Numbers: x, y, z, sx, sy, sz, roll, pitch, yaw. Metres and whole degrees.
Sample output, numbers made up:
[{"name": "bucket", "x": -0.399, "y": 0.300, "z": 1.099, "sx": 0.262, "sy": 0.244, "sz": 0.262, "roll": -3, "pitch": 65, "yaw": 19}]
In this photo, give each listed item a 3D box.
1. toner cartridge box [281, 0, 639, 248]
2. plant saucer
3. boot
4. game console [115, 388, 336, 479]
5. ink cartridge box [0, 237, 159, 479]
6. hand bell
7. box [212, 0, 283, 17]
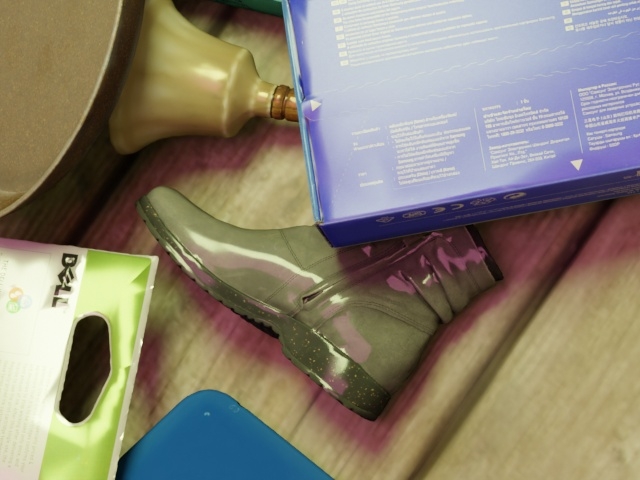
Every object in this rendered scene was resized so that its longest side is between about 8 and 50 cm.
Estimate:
[{"name": "toner cartridge box", "x": 0.159, "y": -0.109, "z": 1.109, "sx": 0.347, "sy": 0.075, "sz": 0.165, "roll": -10, "pitch": 75, "yaw": 7}, {"name": "plant saucer", "x": -0.219, "y": -0.160, "z": 1.219, "sx": 0.310, "sy": 0.050, "sz": 0.311, "roll": -16, "pitch": 68, "yaw": 45}, {"name": "boot", "x": 0.000, "y": 0.000, "z": 1.191, "sx": 0.246, "sy": 0.083, "sz": 0.161, "roll": 38, "pitch": 88, "yaw": 17}, {"name": "game console", "x": -0.059, "y": 0.299, "z": 1.176, "sx": 0.293, "sy": 0.173, "sz": 0.250, "roll": 37, "pitch": 63, "yaw": 22}, {"name": "ink cartridge box", "x": -0.253, "y": 0.095, "z": 1.216, "sx": 0.255, "sy": 0.097, "sz": 0.189, "roll": 7, "pitch": 70, "yaw": 6}, {"name": "hand bell", "x": -0.020, "y": -0.098, "z": 1.211, "sx": 0.242, "sy": 0.126, "sz": 0.126, "roll": 13, "pitch": 85, "yaw": 9}, {"name": "box", "x": -0.079, "y": -0.237, "z": 1.264, "sx": 0.244, "sy": 0.060, "sz": 0.101, "roll": 17, "pitch": 87, "yaw": 22}]
